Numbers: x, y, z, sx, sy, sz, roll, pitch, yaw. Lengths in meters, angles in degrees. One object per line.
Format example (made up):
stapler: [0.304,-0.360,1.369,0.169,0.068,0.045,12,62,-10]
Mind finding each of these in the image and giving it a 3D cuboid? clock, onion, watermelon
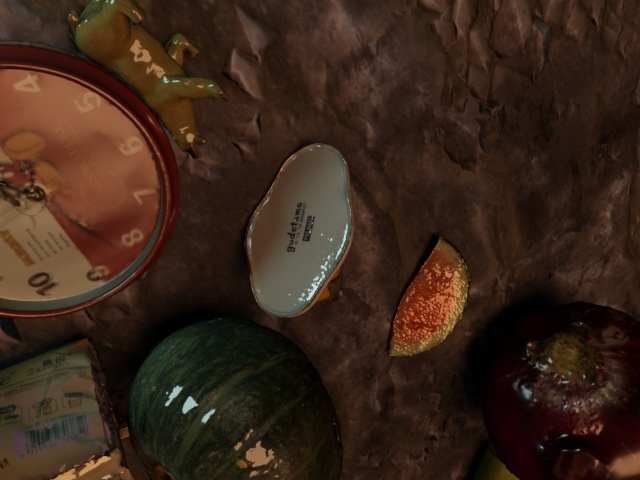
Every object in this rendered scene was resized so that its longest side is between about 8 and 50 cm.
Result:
clock: [-0.322,-0.056,0.590,0.318,0.080,0.319,-10,118,-19]
onion: [0.524,0.358,1.067,0.398,0.398,0.420,-31,144,-15]
watermelon: [0.206,0.112,0.960,0.119,0.063,0.245,19,104,-14]

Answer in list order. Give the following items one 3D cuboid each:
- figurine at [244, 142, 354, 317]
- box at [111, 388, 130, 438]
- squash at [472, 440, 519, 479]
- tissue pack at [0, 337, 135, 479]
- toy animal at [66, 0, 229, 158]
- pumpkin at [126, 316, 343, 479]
figurine: [0.000,0.000,0.770,0.141,0.166,0.250,31,79,-56]
box: [-0.326,0.256,0.710,0.149,0.073,0.020,-15,124,-24]
squash: [0.410,0.601,1.204,0.132,0.132,0.247,11,102,-31]
tissue pack: [-0.369,0.244,0.598,0.256,0.215,0.123,-19,128,-22]
toy animal: [-0.197,-0.201,0.609,0.101,0.103,0.218,-40,126,13]
pumpkin: [-0.113,0.273,0.711,0.257,0.291,0.328,-26,131,-41]
